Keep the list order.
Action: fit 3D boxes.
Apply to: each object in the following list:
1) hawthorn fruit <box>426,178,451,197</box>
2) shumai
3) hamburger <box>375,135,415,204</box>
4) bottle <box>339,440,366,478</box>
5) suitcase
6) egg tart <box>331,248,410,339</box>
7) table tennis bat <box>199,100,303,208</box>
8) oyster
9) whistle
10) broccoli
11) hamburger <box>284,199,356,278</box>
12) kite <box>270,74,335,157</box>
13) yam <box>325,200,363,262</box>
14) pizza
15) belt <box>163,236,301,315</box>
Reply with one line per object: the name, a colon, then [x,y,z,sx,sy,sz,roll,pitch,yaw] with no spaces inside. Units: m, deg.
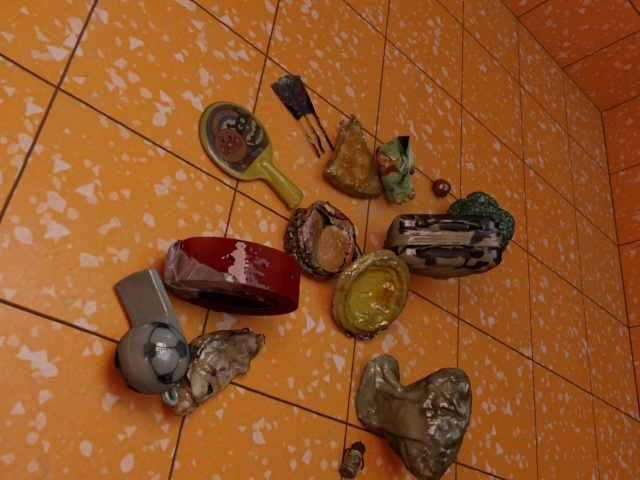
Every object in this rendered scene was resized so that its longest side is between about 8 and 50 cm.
hawthorn fruit: [0.440,-0.207,2.337,0.103,0.066,0.066,34,47,2]
shumai: [0.232,0.480,1.706,0.289,0.292,0.329,24,51,-2]
hamburger: [0.253,-0.242,2.082,0.235,0.125,0.214,-95,175,-48]
bottle: [0.089,0.579,1.652,0.063,0.047,0.101,60,41,-22]
suitcase: [0.373,0.020,1.903,0.352,0.339,0.193,1,80,0]
egg tart: [0.140,0.151,1.804,0.279,0.095,0.278,-10,113,-25]
table tennis bat: [-0.182,-0.228,1.714,0.368,0.054,0.224,46,47,-16]
oyster: [-0.238,0.286,1.431,0.294,0.094,0.166,-7,97,-56]
whistle: [-0.359,0.209,1.279,0.164,0.164,0.289,-23,89,-48]
broccoli: [0.594,-0.049,2.312,0.270,0.270,0.269,-2,73,-77]
hamburger: [0.000,0.000,1.765,0.231,0.107,0.230,17,65,-43]
kite: [-0.043,-0.391,1.948,0.152,0.015,0.285,-37,101,-46]
yam: [0.096,0.023,1.897,0.045,0.045,0.326,-37,101,-15]
pizza: [0.107,-0.275,2.012,0.280,0.075,0.287,26,57,-41]
belt: [-0.205,0.089,1.434,0.324,0.227,0.115,13,62,-20]
